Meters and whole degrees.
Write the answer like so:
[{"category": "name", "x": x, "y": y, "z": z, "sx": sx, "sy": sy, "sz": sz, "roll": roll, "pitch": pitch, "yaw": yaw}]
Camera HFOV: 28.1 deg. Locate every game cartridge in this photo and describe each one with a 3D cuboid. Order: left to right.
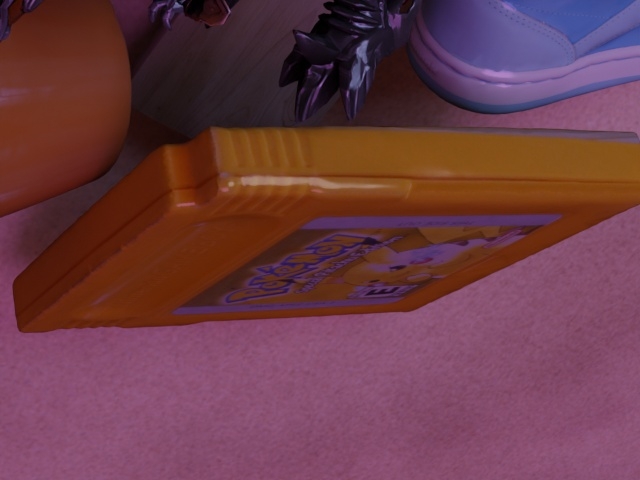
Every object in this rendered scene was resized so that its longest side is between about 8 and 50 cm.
[{"category": "game cartridge", "x": 0.000, "y": 0.000, "z": 0.824, "sx": 0.324, "sy": 0.052, "sz": 0.285, "roll": -4, "pitch": 164, "yaw": -32}]

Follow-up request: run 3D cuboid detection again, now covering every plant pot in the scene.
[{"category": "plant pot", "x": -0.216, "y": -0.083, "z": 0.702, "sx": 0.188, "sy": 0.205, "sz": 0.205, "roll": -11, "pitch": 132, "yaw": -38}]

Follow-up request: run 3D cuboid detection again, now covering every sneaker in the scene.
[{"category": "sneaker", "x": 0.213, "y": -0.205, "z": 0.791, "sx": 0.319, "sy": 0.127, "sz": 0.208, "roll": -22, "pitch": 149, "yaw": -22}]

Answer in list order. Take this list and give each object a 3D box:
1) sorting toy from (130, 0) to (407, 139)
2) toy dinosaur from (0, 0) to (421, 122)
[{"category": "sorting toy", "x": -0.041, "y": -0.132, "z": 0.829, "sx": 0.132, "sy": 0.046, "sz": 0.274, "roll": 25, "pitch": 113, "yaw": -37}, {"category": "toy dinosaur", "x": -0.032, "y": -0.185, "z": 0.626, "sx": 0.322, "sy": 0.164, "sz": 0.218, "roll": -21, "pitch": 140, "yaw": 4}]
